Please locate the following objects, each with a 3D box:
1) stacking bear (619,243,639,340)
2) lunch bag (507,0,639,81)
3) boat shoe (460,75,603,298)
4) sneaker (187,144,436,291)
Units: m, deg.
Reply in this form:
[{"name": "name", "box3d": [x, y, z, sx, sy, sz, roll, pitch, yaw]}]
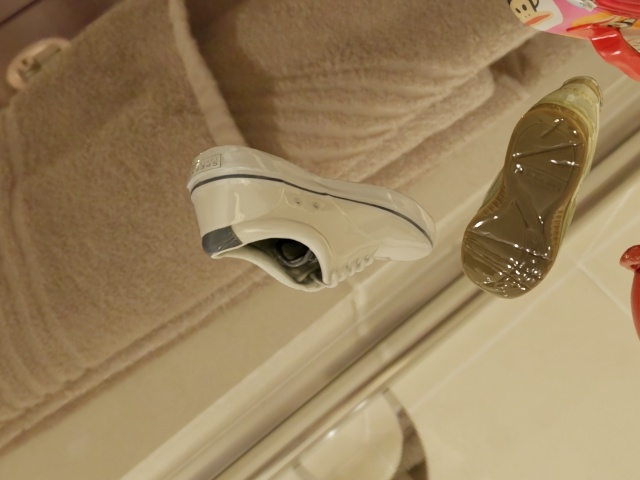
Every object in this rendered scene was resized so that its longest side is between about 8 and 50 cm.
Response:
[{"name": "stacking bear", "box3d": [0.324, 0.070, 0.576, 0.289, 0.164, 0.175, 27, 174, -42]}, {"name": "lunch bag", "box3d": [0.294, -0.275, 0.715, 0.120, 0.293, 0.258, -9, 83, 61]}, {"name": "boat shoe", "box3d": [0.123, -0.024, 0.453, 0.056, 0.048, 0.153, 29, 142, 21]}, {"name": "sneaker", "box3d": [0.000, 0.000, 0.654, 0.094, 0.258, 0.091, -23, 63, 46]}]
